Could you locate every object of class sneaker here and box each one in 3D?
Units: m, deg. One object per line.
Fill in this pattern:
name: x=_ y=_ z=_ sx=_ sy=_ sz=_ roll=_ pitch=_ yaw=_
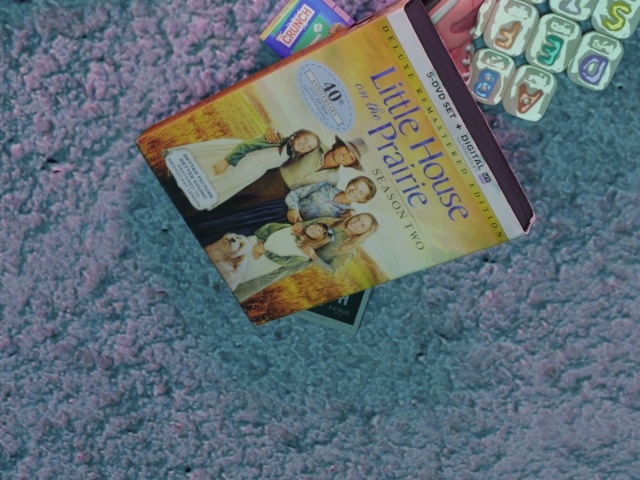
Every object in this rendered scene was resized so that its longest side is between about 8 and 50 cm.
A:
sneaker: x=0.141 y=-0.225 z=1.311 sx=0.136 sy=0.116 sz=0.314 roll=30 pitch=129 yaw=-16

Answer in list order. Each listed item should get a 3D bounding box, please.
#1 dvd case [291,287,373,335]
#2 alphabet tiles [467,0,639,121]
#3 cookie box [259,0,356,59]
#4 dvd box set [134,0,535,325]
dvd case: x=0.000 y=0.000 z=1.471 sx=0.179 sy=0.029 sz=0.238 roll=18 pitch=113 yaw=1
alphabet tiles: x=0.247 y=-0.295 z=1.320 sx=0.284 sy=0.021 sz=0.278 roll=22 pitch=114 yaw=-2
cookie box: x=-0.007 y=-0.257 z=1.360 sx=0.107 sy=0.040 sz=0.092 roll=41 pitch=113 yaw=-8
dvd box set: x=0.009 y=-0.078 z=1.329 sx=0.420 sy=0.062 sz=0.307 roll=-20 pitch=110 yaw=32
